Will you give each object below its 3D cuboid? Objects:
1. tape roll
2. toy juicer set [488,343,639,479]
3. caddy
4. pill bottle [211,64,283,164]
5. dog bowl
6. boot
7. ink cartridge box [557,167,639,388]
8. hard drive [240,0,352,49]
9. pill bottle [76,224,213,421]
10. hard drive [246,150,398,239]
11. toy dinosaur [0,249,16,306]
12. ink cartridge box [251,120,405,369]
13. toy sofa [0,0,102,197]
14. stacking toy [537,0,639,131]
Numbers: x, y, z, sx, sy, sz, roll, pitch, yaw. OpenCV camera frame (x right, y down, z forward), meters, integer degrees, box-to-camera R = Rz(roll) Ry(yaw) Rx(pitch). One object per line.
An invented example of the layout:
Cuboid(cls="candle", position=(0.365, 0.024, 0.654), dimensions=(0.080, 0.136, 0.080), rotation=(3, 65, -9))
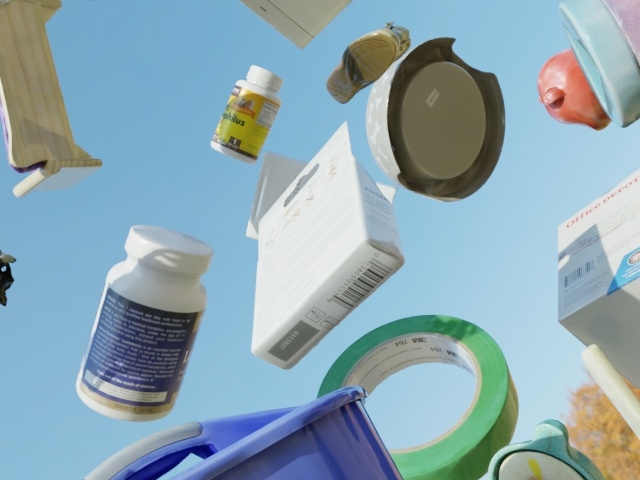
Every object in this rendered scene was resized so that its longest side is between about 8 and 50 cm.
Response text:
Cuboid(cls="tape roll", position=(0.151, 0.261, 1.176), dimensions=(0.321, 0.321, 0.077), rotation=(-38, -54, -15))
Cuboid(cls="toy juicer set", position=(0.266, 0.283, 0.740), dimensions=(0.089, 0.209, 0.329), rotation=(-32, -27, -43))
Cuboid(cls="caddy", position=(-0.089, 0.220, 0.513), dimensions=(0.341, 0.179, 0.241), rotation=(-21, -19, -35))
Cuboid(cls="pill bottle", position=(-0.166, -0.294, 1.712), dimensions=(0.117, 0.117, 0.215), rotation=(18, -83, -52))
Cuboid(cls="dog bowl", position=(0.246, -0.257, 1.581), dimensions=(0.349, 0.102, 0.348), rotation=(-3, -84, -35))
Cuboid(cls="boot", position=(0.111, -0.346, 1.319), dimensions=(0.165, 0.077, 0.213), rotation=(-44, 5, -28))
Cuboid(cls="ink cartridge box", position=(0.455, 0.047, 1.027), dimensions=(0.171, 0.168, 0.232), rotation=(-42, 16, 38))
Cuboid(cls="hard drive", position=(0.011, -0.505, 1.204), dimensions=(0.353, 0.047, 0.233), rotation=(-40, -47, 23))
Cuboid(cls="pill bottle", position=(-0.255, 0.119, 1.083), dimensions=(0.153, 0.153, 0.264), rotation=(6, -73, -49))
Cuboid(cls="hard drive", position=(-0.001, -0.062, 1.635), dimensions=(0.040, 0.308, 0.203), rotation=(-37, -38, -71))
Cuboid(cls="toy dinosaur", position=(-0.489, 0.015, 0.840), dimensions=(0.322, 0.218, 0.164), rotation=(-53, -2, 39))
Cuboid(cls="ink cartridge box", position=(0.000, 0.000, 0.807), dimensions=(0.066, 0.232, 0.189), rotation=(32, -60, -20))
Cuboid(cls="toy sofa", position=(-0.561, -0.274, 1.376), dimensions=(0.150, 0.362, 0.177), rotation=(-21, -7, 42))
Cuboid(cls="stacking toy", position=(0.321, -0.116, 0.740), dimensions=(0.130, 0.279, 0.309), rotation=(-28, -7, 16))
